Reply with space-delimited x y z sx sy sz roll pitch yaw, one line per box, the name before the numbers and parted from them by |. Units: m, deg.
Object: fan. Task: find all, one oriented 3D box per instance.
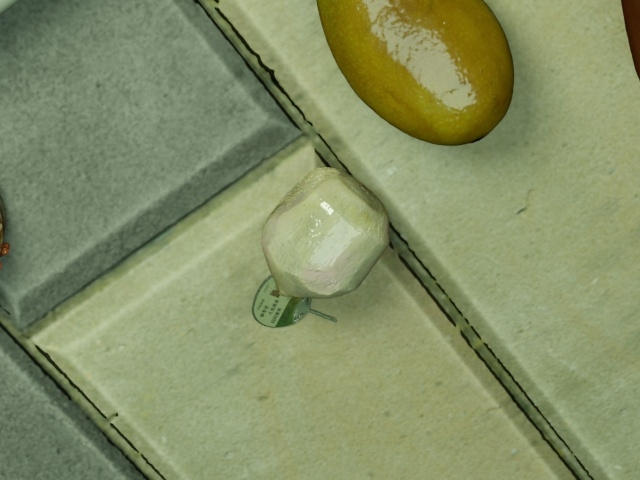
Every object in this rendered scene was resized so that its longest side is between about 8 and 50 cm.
fan | -0.025 0.054 1.657 0.080 0.003 0.060 -5 118 -5

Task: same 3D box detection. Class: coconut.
coconut | 0.000 0.000 1.583 0.110 0.110 0.124 36 104 -22

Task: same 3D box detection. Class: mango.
mango | 0.075 -0.177 1.504 0.136 0.099 0.227 -34 108 14

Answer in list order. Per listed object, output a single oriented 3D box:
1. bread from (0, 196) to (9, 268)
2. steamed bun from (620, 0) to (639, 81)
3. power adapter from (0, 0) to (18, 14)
bread | -0.353 -0.006 1.542 0.160 0.073 0.160 -4 115 -9
steamed bun | 0.357 -0.279 1.405 0.235 0.248 0.379 -6 118 -4
power adapter | -0.330 -0.243 1.397 0.255 0.124 0.187 -35 115 9
